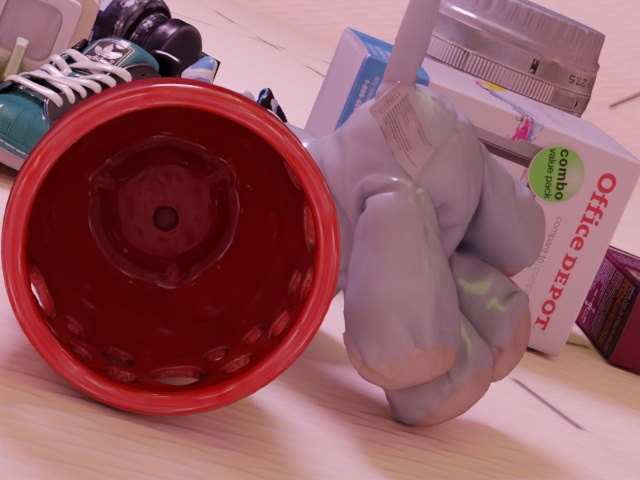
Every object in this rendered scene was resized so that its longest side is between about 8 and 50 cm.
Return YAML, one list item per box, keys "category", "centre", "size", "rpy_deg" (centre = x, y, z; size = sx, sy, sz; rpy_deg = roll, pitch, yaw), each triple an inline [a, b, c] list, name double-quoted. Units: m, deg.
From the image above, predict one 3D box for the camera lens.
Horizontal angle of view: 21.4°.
- category: "camera lens"
  centre: [0.164, -0.134, 1.843]
  size: [0.219, 0.274, 0.219]
  rpy_deg: [21, 12, -5]

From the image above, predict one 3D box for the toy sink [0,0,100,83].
- category: "toy sink"
  centre: [-0.304, -0.207, 1.656]
  size: [0.153, 0.131, 0.234]
  rpy_deg: [20, 12, -10]

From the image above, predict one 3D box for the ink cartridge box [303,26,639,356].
- category: "ink cartridge box"
  centre: [0.120, -0.049, 1.569]
  size: [0.270, 0.198, 0.197]
  rpy_deg: [20, 11, -10]

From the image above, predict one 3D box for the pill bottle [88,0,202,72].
- category: "pill bottle"
  centre: [-0.249, -0.244, 1.949]
  size: [0.219, 0.123, 0.123]
  rpy_deg: [28, 13, 23]

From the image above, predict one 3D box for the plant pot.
- category: "plant pot"
  centre: [-0.091, -0.009, 1.021]
  size: [0.191, 0.191, 0.174]
  rpy_deg: [21, 9, -9]

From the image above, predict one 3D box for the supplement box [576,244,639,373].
- category: "supplement box"
  centre: [0.322, 0.073, 1.685]
  size: [0.104, 0.081, 0.188]
  rpy_deg: [21, 11, -10]

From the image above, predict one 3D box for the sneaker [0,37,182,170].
- category: "sneaker"
  centre: [-0.214, -0.124, 1.472]
  size: [0.108, 0.121, 0.302]
  rpy_deg: [26, 12, 16]

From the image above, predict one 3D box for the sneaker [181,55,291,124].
- category: "sneaker"
  centre: [-0.045, -0.093, 1.683]
  size: [0.237, 0.086, 0.085]
  rpy_deg: [35, 13, -18]

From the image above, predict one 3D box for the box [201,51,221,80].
- category: "box"
  centre: [-0.175, -0.206, 2.062]
  size: [0.083, 0.062, 0.052]
  rpy_deg: [13, 13, -36]

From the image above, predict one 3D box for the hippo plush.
- category: "hippo plush"
  centre: [0.000, 0.000, 1.190]
  size: [0.236, 0.234, 0.294]
  rpy_deg: [-1, -37, 28]
